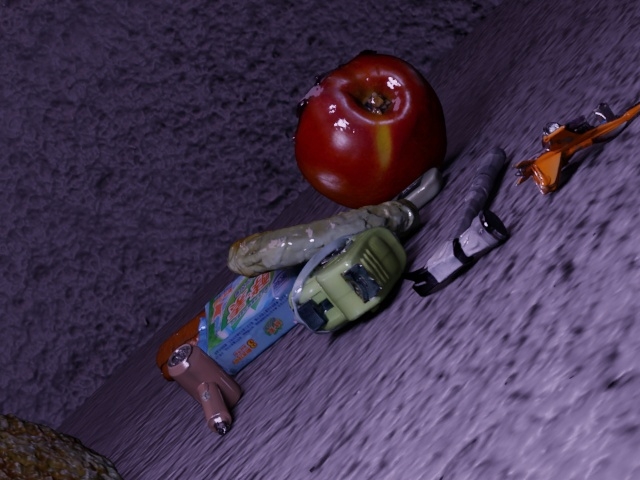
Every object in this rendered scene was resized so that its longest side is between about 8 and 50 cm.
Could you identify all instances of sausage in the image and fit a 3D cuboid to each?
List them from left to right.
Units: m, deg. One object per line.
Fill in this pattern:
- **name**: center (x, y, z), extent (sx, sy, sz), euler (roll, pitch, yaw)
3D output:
- **sausage**: center (-0.211, 0.183, 2.534), extent (0.330, 0.102, 0.102), euler (-34, 11, 47)

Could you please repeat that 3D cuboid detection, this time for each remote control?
- **remote control**: center (0.086, -0.013, 2.269), extent (0.309, 0.038, 0.090), euler (-40, 8, 22)

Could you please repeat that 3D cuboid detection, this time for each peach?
- **peach**: center (0.100, -0.155, 2.328), extent (0.258, 0.201, 0.361), euler (-43, -25, -24)

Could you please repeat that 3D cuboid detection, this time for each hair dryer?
- **hair dryer**: center (-0.162, 0.232, 1.997), extent (0.064, 0.117, 0.181), euler (-41, 27, 3)

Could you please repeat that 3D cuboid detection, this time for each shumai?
- **shumai**: center (-0.507, 0.441, 1.943), extent (0.395, 0.395, 0.348), euler (-131, 63, -83)

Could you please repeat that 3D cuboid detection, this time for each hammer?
- **hammer**: center (0.209, -0.048, 1.794), extent (0.152, 0.044, 0.427), euler (-40, 6, 28)

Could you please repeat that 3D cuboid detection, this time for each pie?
- **pie**: center (0.000, 0.000, 2.073), extent (0.306, 0.071, 0.306), euler (-12, -1, 0)

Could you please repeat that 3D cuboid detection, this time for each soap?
- **soap**: center (-0.097, 0.105, 2.262), extent (0.293, 0.077, 0.156), euler (-41, 29, 23)

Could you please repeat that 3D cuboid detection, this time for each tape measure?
- **tape measure**: center (0.035, 0.053, 1.873), extent (0.175, 0.106, 0.200), euler (-35, 8, 28)

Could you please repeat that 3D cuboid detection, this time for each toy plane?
- **toy plane**: center (0.309, -0.127, 1.609), extent (0.188, 0.062, 0.135), euler (-40, -19, 0)
